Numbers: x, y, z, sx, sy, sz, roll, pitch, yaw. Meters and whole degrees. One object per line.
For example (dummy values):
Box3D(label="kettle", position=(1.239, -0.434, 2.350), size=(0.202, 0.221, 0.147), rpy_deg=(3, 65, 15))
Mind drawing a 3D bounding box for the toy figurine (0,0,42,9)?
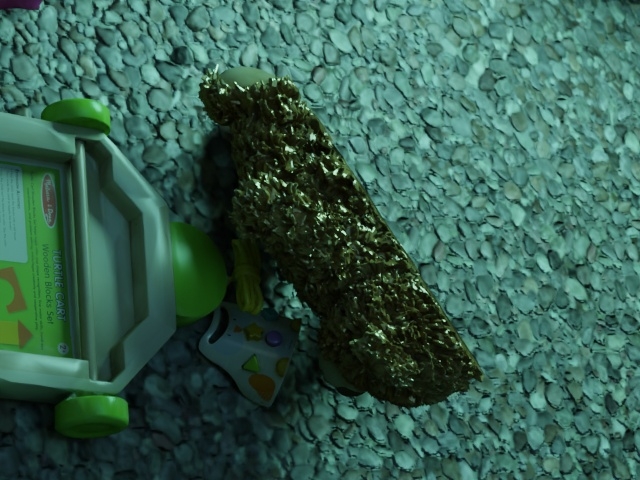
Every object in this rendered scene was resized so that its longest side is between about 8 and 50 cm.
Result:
Box3D(label="toy figurine", position=(-0.241, -0.263, 1.484), size=(0.173, 0.130, 0.159), rpy_deg=(15, 73, -59))

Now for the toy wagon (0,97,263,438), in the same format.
Box3D(label="toy wagon", position=(-0.202, 0.019, 1.391), size=(0.344, 0.068, 0.267), rpy_deg=(9, 65, -35))

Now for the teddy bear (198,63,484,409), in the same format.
Box3D(label="teddy bear", position=(0.000, 0.000, 1.491), size=(0.338, 0.113, 0.245), rpy_deg=(57, 5, 3))

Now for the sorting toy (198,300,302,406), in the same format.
Box3D(label="sorting toy", position=(-0.060, 0.082, 1.494), size=(0.075, 0.045, 0.083), rpy_deg=(21, 56, -6))
